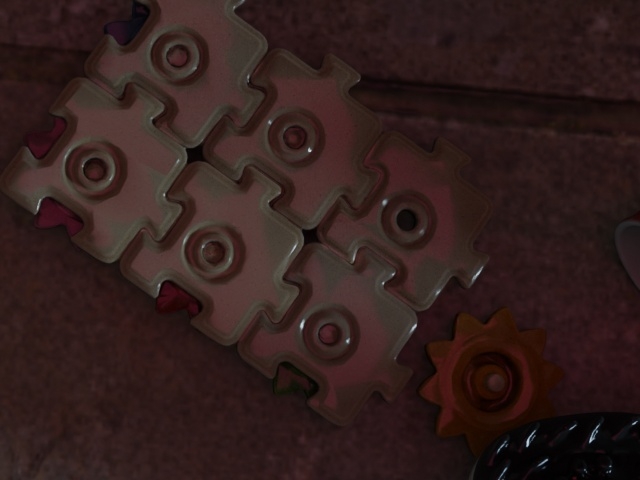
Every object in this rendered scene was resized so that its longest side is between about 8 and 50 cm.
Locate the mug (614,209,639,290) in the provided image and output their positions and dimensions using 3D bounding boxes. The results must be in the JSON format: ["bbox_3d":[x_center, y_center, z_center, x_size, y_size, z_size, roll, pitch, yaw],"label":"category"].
[{"bbox_3d":[0.278,-0.011,1.043,0.169,0.113,0.150,-43,77,-13],"label":"mug"}]

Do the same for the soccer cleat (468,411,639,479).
[{"bbox_3d":[0.227,0.147,1.029,0.318,0.116,0.108,-6,57,-13],"label":"soccer cleat"}]

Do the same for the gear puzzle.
[{"bbox_3d":[0.000,0.000,1.044,0.339,0.044,0.175,35,80,-6],"label":"gear puzzle"}]
